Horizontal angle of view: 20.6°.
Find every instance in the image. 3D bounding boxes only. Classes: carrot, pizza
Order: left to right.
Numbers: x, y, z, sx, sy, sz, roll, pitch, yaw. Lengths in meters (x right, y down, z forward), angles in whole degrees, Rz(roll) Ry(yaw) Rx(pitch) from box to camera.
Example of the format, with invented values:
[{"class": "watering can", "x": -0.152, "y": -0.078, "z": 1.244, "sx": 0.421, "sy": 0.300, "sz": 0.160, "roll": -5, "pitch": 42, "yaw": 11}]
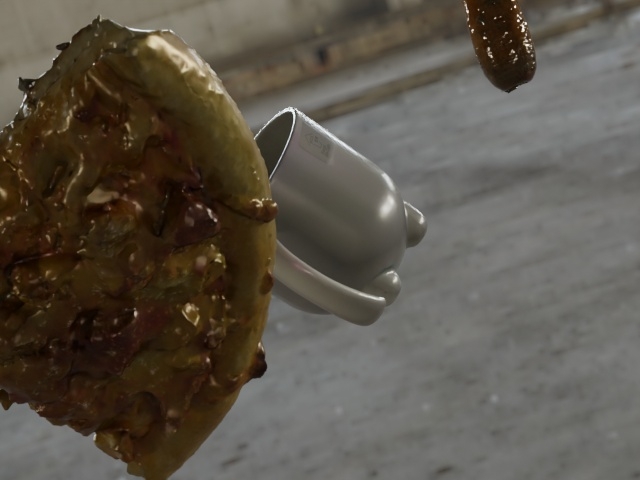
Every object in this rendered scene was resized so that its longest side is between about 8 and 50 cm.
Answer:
[{"class": "pizza", "x": -0.131, "y": 0.027, "z": 1.001, "sx": 0.226, "sy": 0.336, "sz": 0.086, "roll": -13, "pitch": 42, "yaw": -19}, {"class": "carrot", "x": 0.167, "y": -0.239, "z": 1.764, "sx": 0.060, "sy": 0.186, "sz": 0.060, "roll": -19, "pitch": -4, "yaw": -1}]

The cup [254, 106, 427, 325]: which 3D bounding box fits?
[{"class": "cup", "x": 0.005, "y": -0.010, "z": 1.364, "sx": 0.134, "sy": 0.142, "sz": 0.173, "roll": -60, "pitch": 15, "yaw": -10}]
